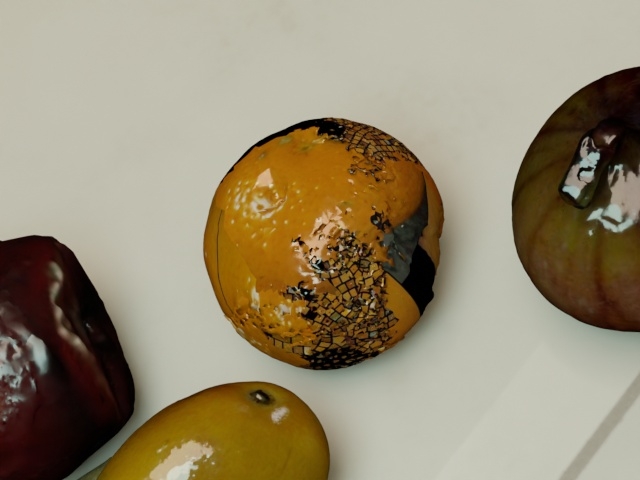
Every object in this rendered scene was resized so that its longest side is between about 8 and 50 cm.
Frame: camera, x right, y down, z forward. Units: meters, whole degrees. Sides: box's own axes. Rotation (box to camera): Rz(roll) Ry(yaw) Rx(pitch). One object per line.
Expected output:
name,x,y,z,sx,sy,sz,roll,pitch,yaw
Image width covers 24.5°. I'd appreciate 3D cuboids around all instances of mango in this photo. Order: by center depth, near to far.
mango,-0.109,0.221,1.250,0.254,0.175,0.139,-38,40,-7

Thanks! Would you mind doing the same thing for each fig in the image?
fig,0.277,-0.037,1.248,0.235,0.214,0.235,-3,39,3

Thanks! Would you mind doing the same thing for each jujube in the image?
jujube,-0.359,0.121,1.377,0.377,0.258,0.258,-2,61,11

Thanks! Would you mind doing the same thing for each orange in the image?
orange,0.000,0.000,1.344,0.234,0.182,0.234,-13,64,27

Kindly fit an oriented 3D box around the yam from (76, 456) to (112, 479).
yam,-0.308,0.321,1.335,0.371,0.083,0.083,-38,56,-3
